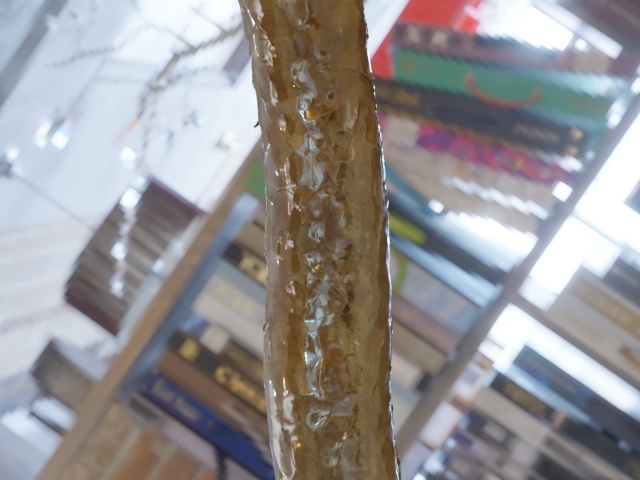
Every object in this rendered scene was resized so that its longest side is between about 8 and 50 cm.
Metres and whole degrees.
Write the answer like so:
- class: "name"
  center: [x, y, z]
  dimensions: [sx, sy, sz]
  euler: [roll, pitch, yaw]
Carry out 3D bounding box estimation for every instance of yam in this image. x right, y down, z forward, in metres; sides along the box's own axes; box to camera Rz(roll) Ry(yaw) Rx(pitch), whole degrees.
- class: "yam"
  center: [0.000, 0.000, 0.757]
  dimensions: [0.066, 0.066, 0.300]
  euler: [-36, -56, -68]
